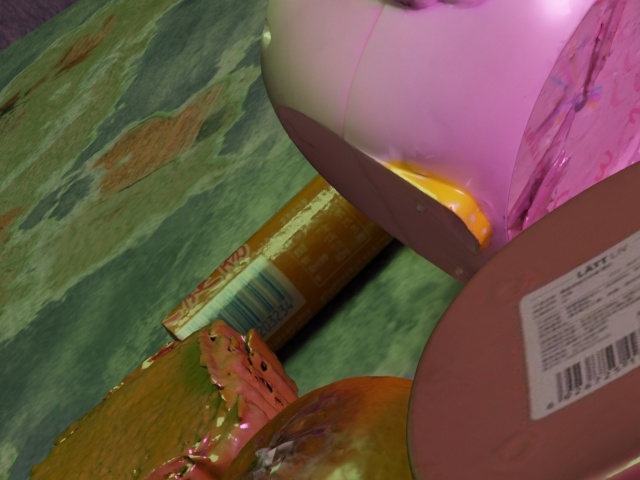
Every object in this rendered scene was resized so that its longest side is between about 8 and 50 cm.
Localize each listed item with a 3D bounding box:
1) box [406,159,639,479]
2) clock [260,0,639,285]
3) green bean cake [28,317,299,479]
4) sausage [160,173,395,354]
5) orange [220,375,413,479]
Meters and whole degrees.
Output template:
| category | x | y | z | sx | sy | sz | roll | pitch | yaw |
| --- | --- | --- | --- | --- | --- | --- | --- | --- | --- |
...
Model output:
| category | x | y | z | sx | sy | sz | roll | pitch | yaw |
| --- | --- | --- | --- | --- | --- | --- | --- | --- | --- |
| box | 0.187 | 0.106 | 0.764 | 0.301 | 0.216 | 0.301 | -34 | 24 | 17 |
| clock | 0.141 | -0.176 | 1.192 | 0.250 | 0.368 | 0.376 | 32 | 78 | 30 |
| green bean cake | -0.108 | 0.184 | 1.214 | 0.230 | 0.131 | 0.224 | -41 | 18 | 5 |
| sausage | 0.000 | 0.000 | 1.458 | 0.312 | 0.093 | 0.093 | -44 | 21 | -11 |
| orange | 0.019 | 0.177 | 0.957 | 0.224 | 0.170 | 0.224 | -32 | 22 | 15 |
